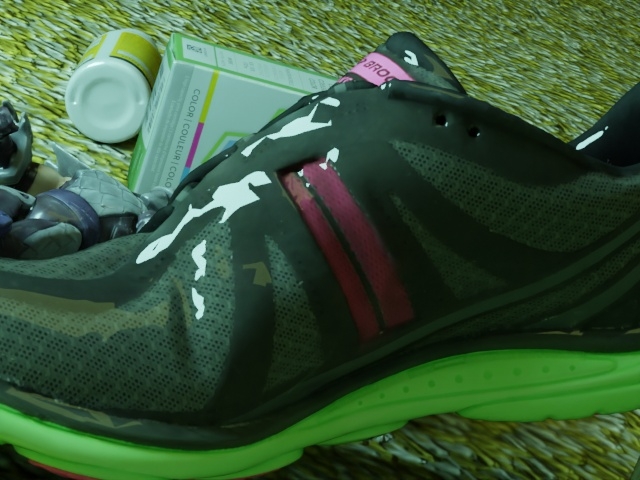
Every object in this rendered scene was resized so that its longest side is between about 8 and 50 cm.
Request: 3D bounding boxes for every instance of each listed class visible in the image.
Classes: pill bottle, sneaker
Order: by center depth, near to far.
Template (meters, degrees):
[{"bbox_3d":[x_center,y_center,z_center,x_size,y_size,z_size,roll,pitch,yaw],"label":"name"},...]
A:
[{"bbox_3d":[0.000,0.000,0.836,0.482,0.202,0.185,-8,9,-23],"label":"sneaker"},{"bbox_3d":[-0.151,-0.121,1.254,0.065,0.065,0.116,18,23,-5],"label":"pill bottle"}]

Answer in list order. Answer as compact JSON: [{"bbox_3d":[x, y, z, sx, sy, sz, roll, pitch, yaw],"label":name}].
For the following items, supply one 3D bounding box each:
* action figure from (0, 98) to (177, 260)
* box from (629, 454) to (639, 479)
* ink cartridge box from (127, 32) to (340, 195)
[{"bbox_3d":[-0.162,-0.008,0.953,0.185,0.099,0.285,27,20,29],"label":"action figure"},{"bbox_3d":[0.292,0.134,0.981,0.094,0.113,0.275,34,25,34],"label":"box"},{"bbox_3d":[-0.020,-0.061,1.168,0.209,0.109,0.062,14,24,-14],"label":"ink cartridge box"}]
